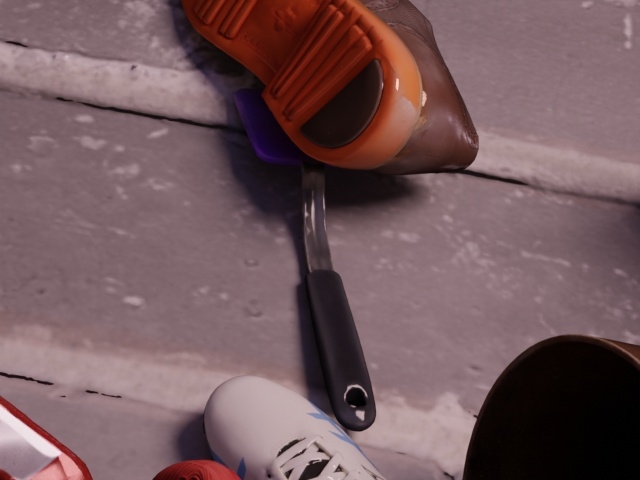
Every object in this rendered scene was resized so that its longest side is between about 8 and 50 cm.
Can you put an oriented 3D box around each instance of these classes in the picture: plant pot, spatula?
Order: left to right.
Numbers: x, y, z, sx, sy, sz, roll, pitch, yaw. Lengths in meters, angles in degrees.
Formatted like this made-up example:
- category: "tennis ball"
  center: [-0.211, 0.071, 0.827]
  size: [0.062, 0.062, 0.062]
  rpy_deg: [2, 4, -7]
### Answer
- category: "spatula"
  center: [0.000, 0.000, 0.868]
  size: [0.084, 0.030, 0.296]
  rpy_deg: [1, 55, -18]
- category: "plant pot"
  center: [0.234, 0.163, 0.715]
  size: [0.230, 0.215, 0.215]
  rpy_deg: [4, 54, -27]

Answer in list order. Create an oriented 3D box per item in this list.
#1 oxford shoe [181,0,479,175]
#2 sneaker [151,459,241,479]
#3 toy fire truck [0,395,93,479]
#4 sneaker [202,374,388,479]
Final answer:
- category: "oxford shoe"
  center: [-0.004, -0.173, 0.958]
  size: [0.133, 0.130, 0.363]
  rpy_deg: [15, 37, -44]
- category: "sneaker"
  center: [-0.033, 0.212, 0.640]
  size: [0.087, 0.221, 0.128]
  rpy_deg: [7, 8, 38]
- category: "toy fire truck"
  center: [-0.200, 0.233, 0.608]
  size: [0.254, 0.169, 0.302]
  rpy_deg: [43, 53, -13]
- category: "sneaker"
  center: [0.018, 0.162, 0.727]
  size: [0.085, 0.086, 0.237]
  rpy_deg: [-31, 65, -26]
